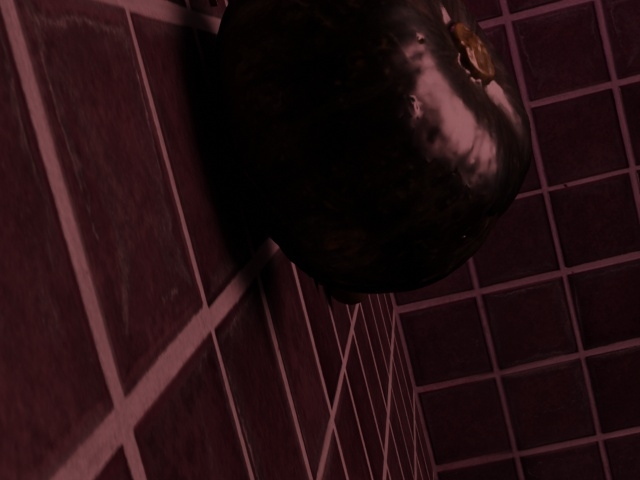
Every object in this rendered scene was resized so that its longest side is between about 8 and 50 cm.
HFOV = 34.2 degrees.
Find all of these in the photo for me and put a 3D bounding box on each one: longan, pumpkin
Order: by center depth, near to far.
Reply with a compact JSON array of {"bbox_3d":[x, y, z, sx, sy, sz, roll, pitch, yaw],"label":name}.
[{"bbox_3d":[0.053,-0.149,1.284,0.454,0.344,0.454,41,35,-38],"label":"pumpkin"},{"bbox_3d":[0.054,0.067,1.939,0.113,0.092,0.113,-15,90,-83],"label":"longan"}]

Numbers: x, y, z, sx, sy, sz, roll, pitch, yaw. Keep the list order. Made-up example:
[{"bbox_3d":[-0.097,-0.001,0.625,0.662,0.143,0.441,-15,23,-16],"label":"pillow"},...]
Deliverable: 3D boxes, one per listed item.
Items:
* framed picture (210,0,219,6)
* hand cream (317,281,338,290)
[{"bbox_3d":[-0.160,-0.422,1.458,0.201,0.010,0.136,-92,167,-60],"label":"framed picture"},{"bbox_3d":[0.000,0.000,1.832,0.087,0.054,0.186,42,29,-71],"label":"hand cream"}]
